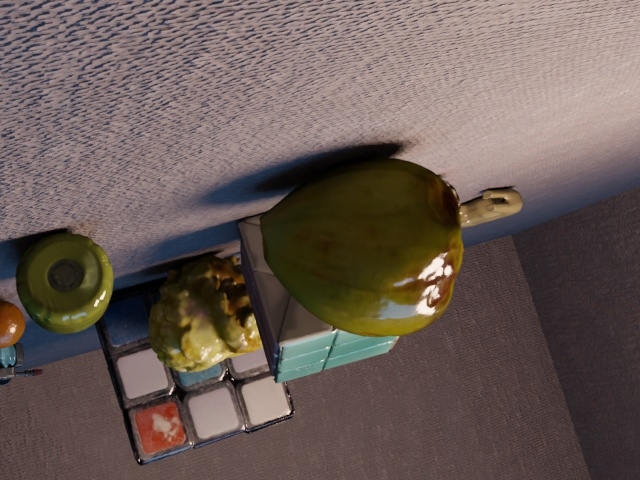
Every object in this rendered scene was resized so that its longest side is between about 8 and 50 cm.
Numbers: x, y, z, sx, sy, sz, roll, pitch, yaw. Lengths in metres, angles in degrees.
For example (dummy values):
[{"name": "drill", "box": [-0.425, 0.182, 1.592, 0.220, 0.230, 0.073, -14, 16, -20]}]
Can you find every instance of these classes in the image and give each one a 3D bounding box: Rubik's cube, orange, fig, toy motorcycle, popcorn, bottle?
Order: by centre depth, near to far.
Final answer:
[{"name": "bottle", "box": [-0.328, 0.065, 1.078, 0.112, 0.112, 0.260, -15, 173, -19]}, {"name": "fig", "box": [0.052, 0.005, 1.096, 0.271, 0.240, 0.239, 11, 173, 0]}, {"name": "orange", "box": [-0.519, 0.136, 1.353, 0.085, 0.085, 0.085, -17, 174, -2]}, {"name": "Rubik's cube", "box": [0.001, 0.078, 1.363, 0.231, 0.221, 0.225, -14, 159, -12]}, {"name": "popcorn", "box": [-0.206, 0.134, 1.575, 0.259, 0.212, 0.259, -27, 176, -2]}, {"name": "toy motorcycle", "box": [-0.741, 0.276, 1.838, 0.272, 0.124, 0.182, -21, 162, 39]}, {"name": "Rubik's cube", "box": [-0.293, 0.273, 1.853, 0.358, 0.362, 0.363, -19, 176, -18]}]

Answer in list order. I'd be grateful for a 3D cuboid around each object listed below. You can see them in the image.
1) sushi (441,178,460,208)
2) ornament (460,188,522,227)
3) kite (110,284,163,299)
[{"name": "sushi", "box": [0.170, -0.055, 1.468, 0.150, 0.091, 0.078, -19, 177, 9]}, {"name": "ornament", "box": [0.381, -0.069, 2.025, 0.230, 0.061, 0.244, -19, 170, 38]}, {"name": "kite", "box": [-0.416, 0.125, 1.860, 0.314, 0.012, 0.335, -20, 174, 18]}]
